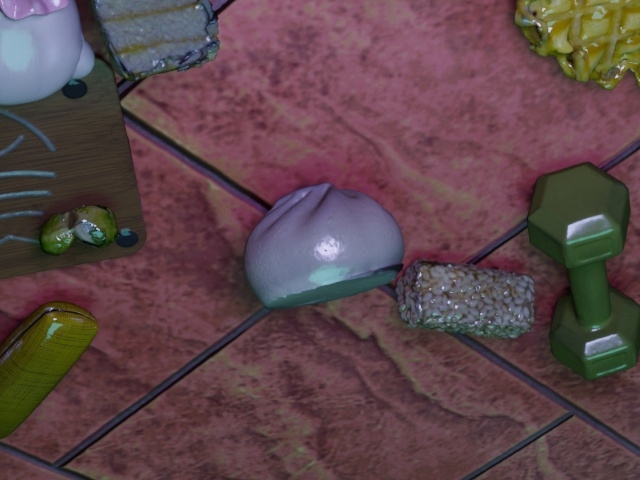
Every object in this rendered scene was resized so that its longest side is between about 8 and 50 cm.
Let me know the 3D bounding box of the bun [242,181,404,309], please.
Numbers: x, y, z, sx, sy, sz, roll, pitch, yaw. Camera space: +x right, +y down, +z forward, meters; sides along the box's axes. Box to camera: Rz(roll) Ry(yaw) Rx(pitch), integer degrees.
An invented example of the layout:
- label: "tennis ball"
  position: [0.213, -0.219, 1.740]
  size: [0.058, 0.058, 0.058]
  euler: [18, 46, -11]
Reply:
- label: "bun"
  position: [0.000, 0.000, 1.417]
  size: [0.173, 0.120, 0.173]
  euler: [-14, 173, -2]

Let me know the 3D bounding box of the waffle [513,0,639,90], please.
- label: "waffle"
  position: [0.313, -0.258, 1.280]
  size: [0.280, 0.060, 0.262]
  euler: [24, 125, -35]

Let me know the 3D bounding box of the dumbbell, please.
- label: "dumbbell"
  position: [0.313, 0.042, 1.565]
  size: [0.121, 0.108, 0.302]
  euler: [-18, 138, 4]

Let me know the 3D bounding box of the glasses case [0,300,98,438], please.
- label: "glasses case"
  position: [-0.339, 0.150, 1.520]
  size: [0.079, 0.064, 0.234]
  euler: [20, 127, -35]

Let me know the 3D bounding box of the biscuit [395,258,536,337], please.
- label: "biscuit"
  position: [0.172, 0.070, 1.579]
  size: [0.168, 0.082, 0.070]
  euler: [7, 159, -23]

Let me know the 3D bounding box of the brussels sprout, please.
- label: "brussels sprout"
  position: [-0.249, -0.010, 1.367]
  size: [0.083, 0.046, 0.051]
  euler: [-15, 131, -2]

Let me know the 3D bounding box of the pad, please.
- label: "pad"
  position: [-0.331, -0.061, 1.336]
  size: [0.286, 0.018, 0.284]
  euler: [-11, 137, -7]

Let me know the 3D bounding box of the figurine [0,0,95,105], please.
- label: "figurine"
  position: [-0.267, -0.233, 1.094]
  size: [0.155, 0.127, 0.235]
  euler: [10, 134, 2]

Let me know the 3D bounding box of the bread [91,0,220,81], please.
- label: "bread"
  position: [-0.150, -0.187, 1.163]
  size: [0.103, 0.156, 0.110]
  euler: [-9, 157, -15]
